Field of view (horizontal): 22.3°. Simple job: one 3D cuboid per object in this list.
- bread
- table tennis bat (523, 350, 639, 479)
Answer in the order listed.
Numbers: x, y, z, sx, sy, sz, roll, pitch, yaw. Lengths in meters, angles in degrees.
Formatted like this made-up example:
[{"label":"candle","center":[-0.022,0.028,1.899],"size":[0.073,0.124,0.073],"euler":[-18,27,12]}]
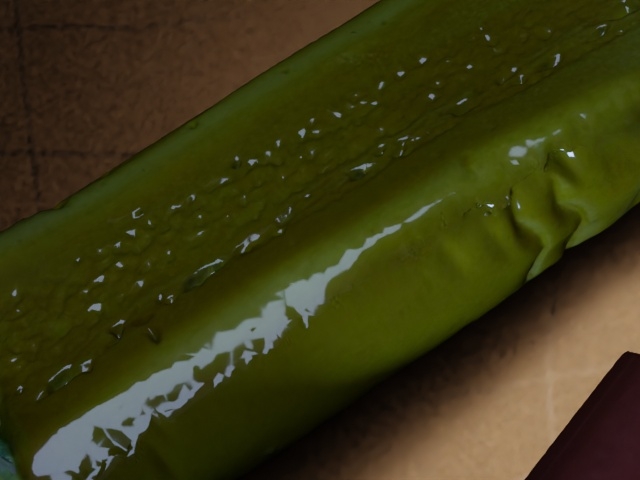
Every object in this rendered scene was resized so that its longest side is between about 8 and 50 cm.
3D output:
[{"label":"bread","center":[0.000,0.000,0.737],"size":[0.383,0.112,0.166],"euler":[-34,50,-6]},{"label":"table tennis bat","center":[0.025,0.205,0.650],"size":[0.414,0.051,0.268],"euler":[-45,106,-23]}]
